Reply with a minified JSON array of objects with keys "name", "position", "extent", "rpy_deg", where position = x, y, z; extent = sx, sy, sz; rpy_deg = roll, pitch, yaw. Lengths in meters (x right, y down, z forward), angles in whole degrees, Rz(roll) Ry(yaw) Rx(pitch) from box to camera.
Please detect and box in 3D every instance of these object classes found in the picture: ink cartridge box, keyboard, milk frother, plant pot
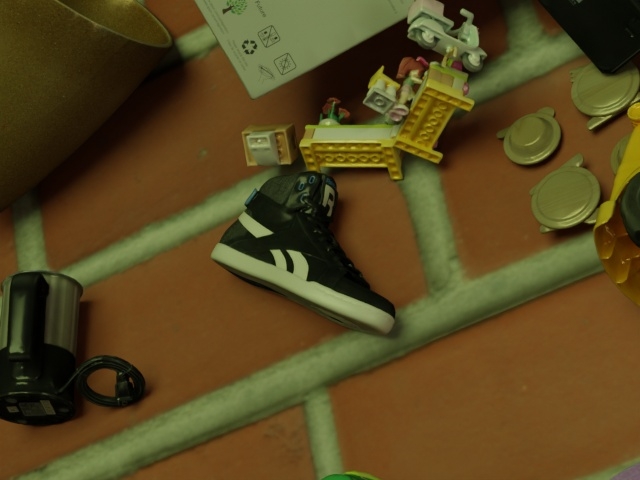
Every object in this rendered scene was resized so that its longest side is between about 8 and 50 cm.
[{"name":"ink cartridge box","position":[0.041,-0.279,1.671],"extent":[0.333,0.165,0.065],"rpy_deg":[-26,12,13]},{"name":"keyboard","position":[0.228,-0.238,1.593],"extent":[0.023,0.180,0.108],"rpy_deg":[-44,3,-41]},{"name":"milk frother","position":[-0.245,0.100,1.784],"extent":[0.143,0.129,0.134],"rpy_deg":[7,62,-13]},{"name":"plant pot","position":[-0.321,-0.164,1.891],"extent":[0.254,0.237,0.237],"rpy_deg":[-55,50,14]}]

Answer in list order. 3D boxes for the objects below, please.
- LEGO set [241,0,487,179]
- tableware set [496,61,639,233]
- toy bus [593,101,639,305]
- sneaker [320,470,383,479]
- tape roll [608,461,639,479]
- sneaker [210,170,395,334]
[{"name":"LEGO set","position":[0.058,-0.138,1.706],"extent":[0.287,0.132,0.107],"rpy_deg":[-30,33,44]},{"name":"tableware set","position":[0.236,-0.086,1.618],"extent":[0.141,0.020,0.168],"rpy_deg":[-28,51,10]},{"name":"toy bus","position":[0.349,-0.052,1.463],"extent":[0.220,0.149,0.211],"rpy_deg":[-2,56,29]},{"name":"sneaker","position":[0.002,0.328,1.483],"extent":[0.109,0.123,0.295],"rpy_deg":[-6,64,29]},{"name":"tape roll","position":[0.285,0.290,1.293],"extent":[0.275,0.090,0.274],"rpy_deg":[-13,72,45]},{"name":"sneaker","position":[0.000,0.000,1.682],"extent":[0.217,0.079,0.121],"rpy_deg":[22,81,39]}]
